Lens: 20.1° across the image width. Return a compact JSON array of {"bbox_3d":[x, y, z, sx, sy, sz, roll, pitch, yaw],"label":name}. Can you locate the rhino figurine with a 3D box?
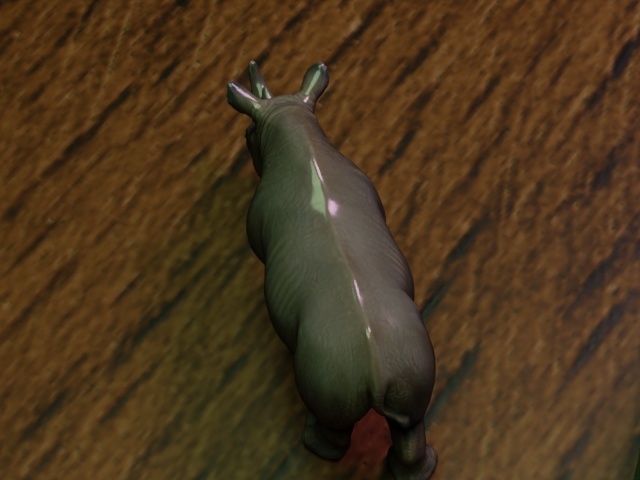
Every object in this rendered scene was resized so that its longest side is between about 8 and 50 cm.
[{"bbox_3d":[0.000,0.000,0.902,0.073,0.106,0.243,-15,57,-6],"label":"rhino figurine"}]

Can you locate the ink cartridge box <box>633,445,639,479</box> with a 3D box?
[{"bbox_3d":[0.275,0.090,0.828,0.219,0.092,0.160,23,62,18],"label":"ink cartridge box"}]
